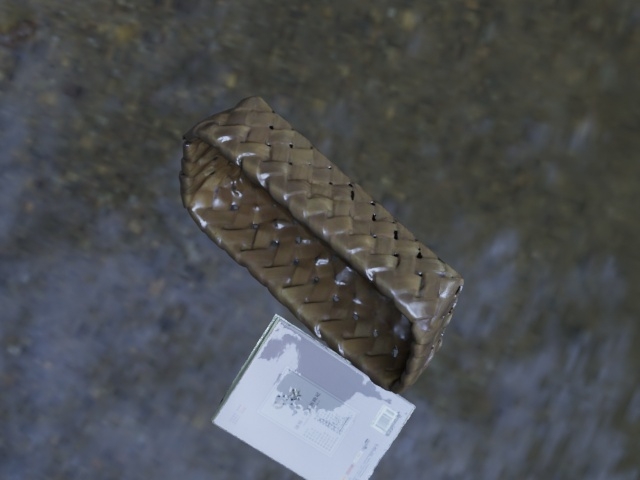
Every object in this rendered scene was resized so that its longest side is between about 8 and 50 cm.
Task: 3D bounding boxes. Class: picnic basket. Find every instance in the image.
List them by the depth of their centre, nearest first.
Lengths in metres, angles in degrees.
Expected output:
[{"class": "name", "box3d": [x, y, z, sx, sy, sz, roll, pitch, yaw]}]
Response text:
[{"class": "picnic basket", "box3d": [0.000, 0.000, 1.057, 0.055, 0.193, 0.110, -42, 162, -26]}]

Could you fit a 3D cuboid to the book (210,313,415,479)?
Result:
[{"class": "book", "box3d": [-0.007, 0.173, 1.816, 0.181, 0.014, 0.127, 34, 88, -20]}]
